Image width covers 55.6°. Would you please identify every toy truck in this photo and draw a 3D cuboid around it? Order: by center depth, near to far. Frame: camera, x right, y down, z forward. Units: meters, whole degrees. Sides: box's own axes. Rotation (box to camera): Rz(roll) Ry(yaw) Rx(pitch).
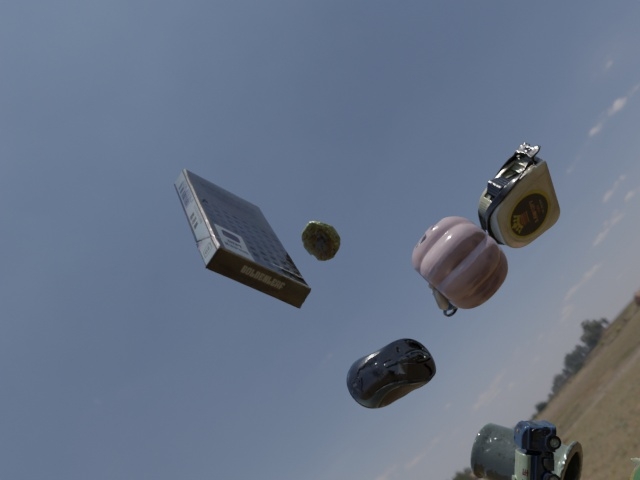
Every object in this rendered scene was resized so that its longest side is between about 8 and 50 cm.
[{"bbox_3d":[0.446,0.480,1.270,0.074,0.088,0.201,64,-151,-86],"label":"toy truck"}]

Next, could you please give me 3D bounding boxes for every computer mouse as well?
[{"bbox_3d":[0.177,0.325,1.519,0.233,0.137,0.096,-24,-28,-12],"label":"computer mouse"}]

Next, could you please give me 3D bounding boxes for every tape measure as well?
[{"bbox_3d":[0.561,-0.118,1.780,0.231,0.133,0.271,-34,-53,-6],"label":"tape measure"}]

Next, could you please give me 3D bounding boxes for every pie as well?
[{"bbox_3d":[0.000,0.000,1.184,0.020,0.084,0.084,-28,-29,-57],"label":"pie"}]

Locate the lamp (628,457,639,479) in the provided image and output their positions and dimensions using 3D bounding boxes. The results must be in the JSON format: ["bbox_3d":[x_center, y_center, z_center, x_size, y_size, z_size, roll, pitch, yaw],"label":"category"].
[{"bbox_3d":[0.465,0.331,0.703,0.250,0.250,0.284,-48,14,2],"label":"lamp"}]

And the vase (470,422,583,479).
[{"bbox_3d":[0.628,0.691,1.878,0.245,0.291,0.244,-18,-66,-50],"label":"vase"}]

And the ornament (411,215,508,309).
[{"bbox_3d":[0.255,0.048,1.145,0.177,0.177,0.177,-36,-27,-22],"label":"ornament"}]

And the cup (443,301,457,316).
[{"bbox_3d":[0.363,0.159,1.653,0.077,0.078,0.100,-3,-70,-35],"label":"cup"}]

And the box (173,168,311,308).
[{"bbox_3d":[-0.145,-0.013,1.055,0.180,0.325,0.047,28,-75,-32],"label":"box"}]
